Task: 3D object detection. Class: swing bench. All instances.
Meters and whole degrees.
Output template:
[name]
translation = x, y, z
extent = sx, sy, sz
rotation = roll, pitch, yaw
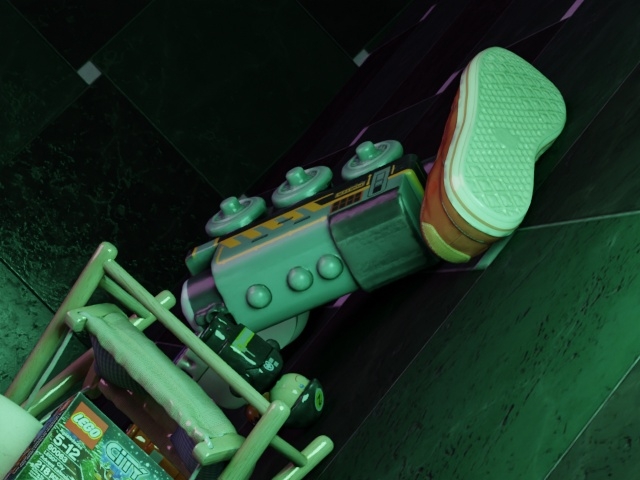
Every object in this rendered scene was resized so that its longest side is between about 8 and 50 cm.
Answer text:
[swing bench]
translation = -0.174, 0.189, 1.512
extent = 0.255, 0.253, 0.165
rotation = -48, -26, -4

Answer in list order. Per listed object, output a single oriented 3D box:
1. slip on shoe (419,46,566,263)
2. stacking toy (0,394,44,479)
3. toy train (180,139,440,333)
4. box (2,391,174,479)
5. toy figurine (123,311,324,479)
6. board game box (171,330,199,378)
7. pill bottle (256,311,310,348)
[slip on shoe]
translation = 0.168, -0.094, 1.661
extent = 0.101, 0.123, 0.331
rotation = -48, 11, 37
[stacking toy]
translation = -0.360, 0.347, 1.487
extent = 0.350, 0.350, 0.480
rotation = -52, -12, -21
[toy train]
translation = -0.005, 0.003, 1.821
extent = 0.334, 0.142, 0.190
rotation = -22, 19, 17
[box]
translation = -0.154, 0.254, 1.292
extent = 0.044, 0.233, 0.159
rotation = -35, 15, 41
[toy figurine]
translation = -0.110, 0.198, 1.716
extent = 0.213, 0.148, 0.209
rotation = -53, 2, -17
[board game box]
translation = -0.155, 0.143, 2.583
extent = 0.165, 0.042, 0.243
rotation = -53, 9, -29
[pill bottle]
translation = -0.070, 0.073, 2.148
extent = 0.121, 0.121, 0.216
rotation = -47, 8, 12
